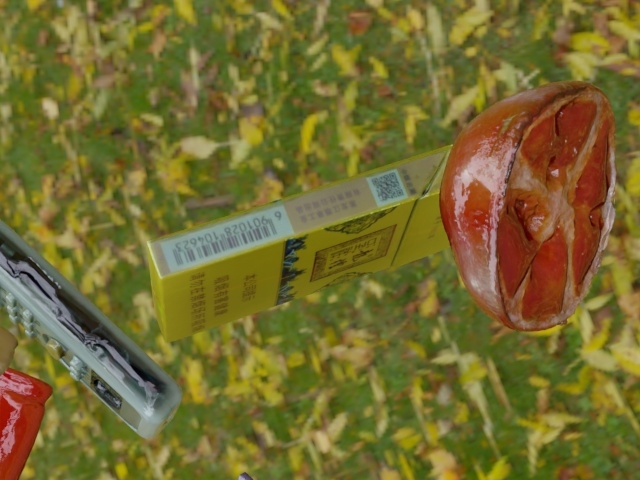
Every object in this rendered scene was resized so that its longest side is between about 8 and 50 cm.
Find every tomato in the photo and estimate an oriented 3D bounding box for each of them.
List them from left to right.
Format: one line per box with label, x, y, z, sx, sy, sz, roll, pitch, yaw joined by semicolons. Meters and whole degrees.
tomato;0.115;-0.022;0.767;0.069;0.155;0.156;14;109;36

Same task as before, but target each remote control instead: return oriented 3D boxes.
remote control;-0.253;0.070;1.234;0.296;0.056;0.140;42;159;3

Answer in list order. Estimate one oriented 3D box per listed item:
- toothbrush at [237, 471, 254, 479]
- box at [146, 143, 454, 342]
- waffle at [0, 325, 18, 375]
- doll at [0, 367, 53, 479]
toothbrush;-0.022;0.388;1.638;0.354;0.029;0.024;35;132;52
box;-0.001;0.000;1.043;0.153;0.279;0.041;102;148;-67
waffle;-0.298;0.057;0.560;0.304;0.348;0.077;41;109;-20
doll;-0.289;0.274;0.914;0.188;0.099;0.384;-25;47;64
